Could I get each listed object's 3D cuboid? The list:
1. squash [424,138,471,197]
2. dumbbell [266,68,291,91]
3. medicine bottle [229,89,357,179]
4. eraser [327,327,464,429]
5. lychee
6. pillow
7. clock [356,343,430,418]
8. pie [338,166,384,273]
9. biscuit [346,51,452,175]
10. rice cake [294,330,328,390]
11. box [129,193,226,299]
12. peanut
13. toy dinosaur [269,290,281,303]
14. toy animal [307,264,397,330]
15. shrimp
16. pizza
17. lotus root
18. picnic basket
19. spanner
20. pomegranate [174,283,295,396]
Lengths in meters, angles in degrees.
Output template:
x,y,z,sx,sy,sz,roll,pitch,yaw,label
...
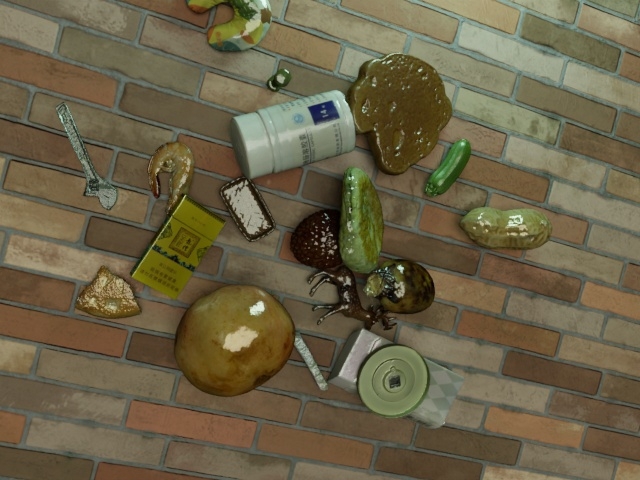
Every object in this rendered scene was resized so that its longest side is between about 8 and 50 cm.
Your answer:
x,y,z,sx,sy,sz,roll,pitch,yaw,label
0.412,-0.228,1.932,0.077,0.068,0.219,40,84,-28,squash
-0.122,-0.467,1.767,0.046,0.118,0.052,41,83,-16,dumbbell
-0.083,-0.305,1.750,0.332,0.190,0.189,-18,98,-11,medicine bottle
0.244,0.447,1.933,0.397,0.082,0.213,27,87,-13,eraser
0.000,0.000,1.806,0.188,0.188,0.188,-1,94,-13,lychee
-0.256,-0.665,1.748,0.214,0.086,0.233,-27,102,1,pillow
0.228,0.436,1.870,0.235,0.029,0.234,-1,95,-12,clock
0.121,-0.059,1.790,0.071,0.323,0.322,-4,96,23,pie
0.239,-0.387,1.850,0.359,0.074,0.380,18,83,-23,biscuit
-0.034,0.378,1.886,0.034,0.043,0.210,-28,100,-2,rice cake
-0.412,0.019,1.754,0.153,0.041,0.278,35,87,-32,box
0.597,-0.039,1.946,0.325,0.153,0.140,4,88,-20,peanut
-0.158,0.187,1.856,0.083,0.021,0.062,5,106,-14,toy dinosaur
0.103,0.187,1.883,0.260,0.087,0.243,-11,98,-9,toy animal
-0.439,-0.172,1.750,0.133,0.053,0.235,9,94,-8,shrimp
-0.612,0.149,1.733,0.182,0.062,0.161,-6,102,-7,pizza
0.265,0.142,1.858,0.314,0.141,0.169,12,65,-46,lotus root
-0.218,-0.095,1.804,0.110,0.055,0.193,-29,100,-8,picnic basket
-0.666,-0.235,1.707,0.093,0.026,0.325,-23,98,-11,spanner
-0.246,0.265,1.707,0.339,0.338,0.337,-1,94,-13,pomegranate
